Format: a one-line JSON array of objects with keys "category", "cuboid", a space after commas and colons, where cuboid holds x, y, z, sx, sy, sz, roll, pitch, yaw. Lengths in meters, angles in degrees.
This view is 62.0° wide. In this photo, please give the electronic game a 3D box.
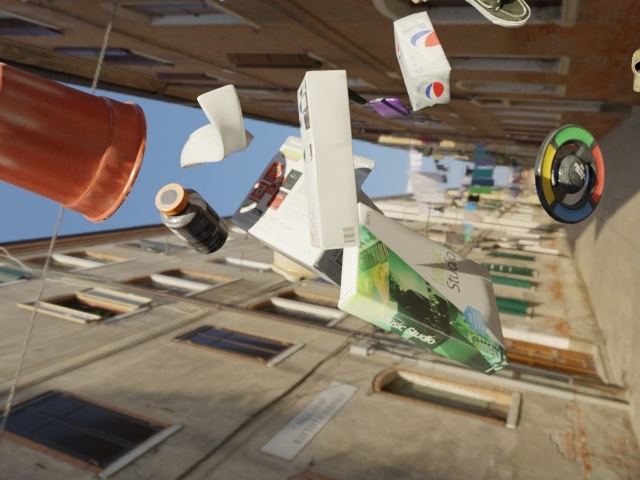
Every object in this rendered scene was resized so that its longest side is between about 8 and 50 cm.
[{"category": "electronic game", "cuboid": [0.576, -0.151, 1.224, 0.229, 0.048, 0.229, -1, -87, -28]}]

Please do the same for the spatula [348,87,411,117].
[{"category": "spatula", "cuboid": [0.107, -0.311, 1.184, 0.296, 0.084, 0.030, -3, -83, -53]}]

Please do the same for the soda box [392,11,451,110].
[{"category": "soda box", "cuboid": [0.245, -0.444, 1.302, 0.098, 0.091, 0.286, 74, -172, -47]}]

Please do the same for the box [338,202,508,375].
[{"category": "box", "cuboid": [0.187, 0.084, 0.970, 0.058, 0.322, 0.232, -52, 21, 38]}]

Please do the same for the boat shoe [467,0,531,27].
[{"category": "boat shoe", "cuboid": [0.413, -0.590, 1.284, 0.077, 0.219, 0.070, -61, 0, 2]}]

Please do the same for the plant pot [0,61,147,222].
[{"category": "plant pot", "cuboid": [-0.535, -0.199, 1.051, 0.265, 0.272, 0.272, 19, -101, -45]}]

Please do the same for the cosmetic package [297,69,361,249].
[{"category": "cosmetic package", "cuboid": [0.009, -0.108, 0.758, 0.099, 0.061, 0.238, -169, 74, -82]}]

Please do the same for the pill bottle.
[{"category": "pill bottle", "cuboid": [-0.372, -0.065, 1.533, 0.245, 0.131, 0.130, 58, -134, -59]}]

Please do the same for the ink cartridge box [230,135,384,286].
[{"category": "ink cartridge box", "cuboid": [-0.019, -0.082, 1.273, 0.271, 0.309, 0.130, -57, -41, -7]}]

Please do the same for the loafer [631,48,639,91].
[{"category": "loafer", "cuboid": [0.768, -0.411, 1.257, 0.050, 0.056, 0.148, 64, -144, -47]}]

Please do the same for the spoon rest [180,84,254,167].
[{"category": "spoon rest", "cuboid": [-0.166, -0.163, 0.877, 0.084, 0.137, 0.276, 66, 166, -1]}]

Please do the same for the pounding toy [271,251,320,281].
[{"category": "pounding toy", "cuboid": [0.000, 0.000, 1.445, 0.154, 0.270, 0.154, -131, 38, -57]}]

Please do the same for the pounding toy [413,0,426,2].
[{"category": "pounding toy", "cuboid": [0.121, -0.403, 0.721, 0.094, 0.181, 0.206, -29, -29, -8]}]
